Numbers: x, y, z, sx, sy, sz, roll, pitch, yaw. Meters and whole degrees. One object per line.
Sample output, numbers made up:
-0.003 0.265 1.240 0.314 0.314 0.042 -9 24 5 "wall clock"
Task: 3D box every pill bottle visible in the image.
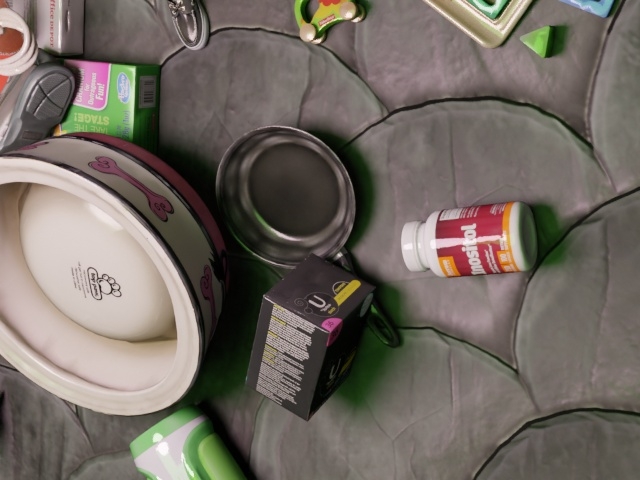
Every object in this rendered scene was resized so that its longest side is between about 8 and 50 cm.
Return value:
0.181 0.001 1.319 0.152 0.086 0.086 -7 96 27 "pill bottle"

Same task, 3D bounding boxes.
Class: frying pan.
0.010 -0.024 1.413 0.326 0.053 0.197 32 119 7 "frying pan"

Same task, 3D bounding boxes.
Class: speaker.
-0.144 0.381 1.516 0.131 0.131 0.296 -37 82 26 "speaker"

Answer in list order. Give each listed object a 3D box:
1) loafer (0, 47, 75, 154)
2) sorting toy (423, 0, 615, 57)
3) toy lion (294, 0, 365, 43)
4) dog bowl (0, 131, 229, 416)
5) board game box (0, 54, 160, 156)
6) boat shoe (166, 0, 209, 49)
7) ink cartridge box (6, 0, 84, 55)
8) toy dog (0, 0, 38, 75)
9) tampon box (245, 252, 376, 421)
-0.436 -0.148 1.523 0.084 0.096 0.267 46 109 33 "loafer"
0.188 -0.355 1.275 0.348 0.047 0.196 41 113 14 "sorting toy"
0.008 -0.313 1.379 0.100 0.034 0.096 -24 81 27 "toy lion"
-0.303 0.034 1.455 0.408 0.150 0.407 14 127 20 "dog bowl"
-0.386 -0.148 1.574 0.317 0.064 0.242 9 103 24 "board game box"
-0.190 -0.327 1.463 0.049 0.040 0.142 -13 93 26 "boat shoe"
-0.410 -0.321 1.559 0.135 0.056 0.099 10 103 24 "ink cartridge box"
-0.500 -0.296 1.489 0.334 0.161 0.220 -17 92 21 "toy dog"
-0.014 0.123 1.390 0.101 0.120 0.161 28 130 17 "tampon box"
